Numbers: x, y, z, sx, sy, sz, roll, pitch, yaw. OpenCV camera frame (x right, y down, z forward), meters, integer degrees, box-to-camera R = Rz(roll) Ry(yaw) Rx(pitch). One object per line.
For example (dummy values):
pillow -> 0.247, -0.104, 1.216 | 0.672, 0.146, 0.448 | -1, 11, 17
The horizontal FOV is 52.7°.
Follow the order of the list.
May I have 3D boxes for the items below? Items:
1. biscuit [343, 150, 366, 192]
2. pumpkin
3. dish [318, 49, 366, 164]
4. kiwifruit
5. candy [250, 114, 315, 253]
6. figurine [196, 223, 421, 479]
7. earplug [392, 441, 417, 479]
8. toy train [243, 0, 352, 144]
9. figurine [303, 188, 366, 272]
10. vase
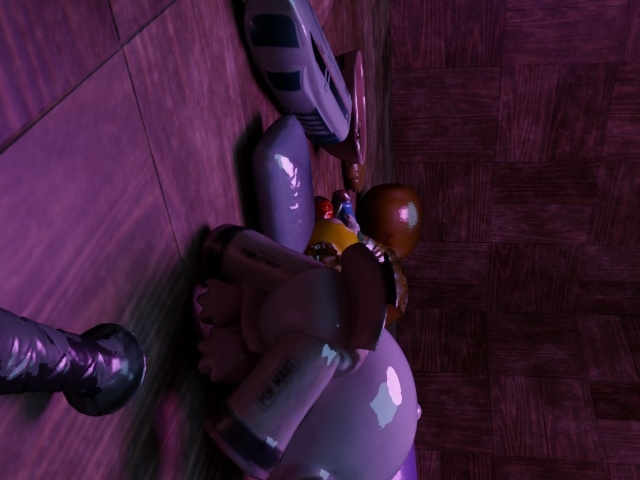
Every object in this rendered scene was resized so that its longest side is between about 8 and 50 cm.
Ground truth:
biscuit -> 0.088, -0.227, 1.630 | 0.226, 0.042, 0.226 | 2, 90, -81
pumpkin -> 0.047, 0.078, 1.333 | 0.280, 0.190, 0.139 | 26, 56, -30
dish -> 0.033, -0.247, 1.204 | 0.213, 0.090, 0.213 | -1, 90, -82
kiwifruit -> 0.200, -0.048, 1.866 | 0.196, 0.196, 0.234 | -54, 150, -72
candy -> -0.046, -0.061, 0.837 | 0.138, 0.071, 0.174 | -70, 159, -59
figurine -> -0.004, 0.161, 0.699 | 0.361, 0.211, 0.253 | 74, 20, -54
earplug -> 0.102, 0.413, 1.344 | 0.215, 0.215, 0.456 | 78, 14, -51
toy train -> -0.027, -0.226, 0.903 | 0.407, 0.086, 0.088 | 32, 65, -77
figurine -> 0.013, -0.006, 1.056 | 0.234, 0.127, 0.185 | 19, 67, -69
vase -> -0.149, 0.060, 0.328 | 0.167, 0.059, 0.059 | 56, 36, -72
